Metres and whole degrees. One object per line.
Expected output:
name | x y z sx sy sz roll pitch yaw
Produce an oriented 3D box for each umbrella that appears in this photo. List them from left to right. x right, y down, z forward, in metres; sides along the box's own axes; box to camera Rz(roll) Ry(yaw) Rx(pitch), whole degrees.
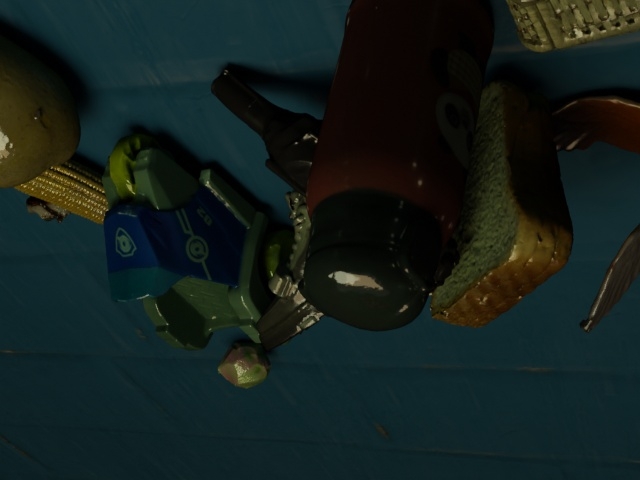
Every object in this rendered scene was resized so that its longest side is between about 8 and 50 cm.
umbrella | 0.005 -0.070 1.010 0.340 0.118 0.118 41 155 23

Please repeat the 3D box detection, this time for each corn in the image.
corn | -0.326 -0.070 1.288 0.165 0.063 0.085 27 136 -23

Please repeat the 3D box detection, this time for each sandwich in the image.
sandwich | 0.171 -0.038 1.001 0.065 0.214 0.186 11 151 -20

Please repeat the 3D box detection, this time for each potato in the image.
potato | -0.364 -0.155 1.114 0.157 0.157 0.194 -11 118 33

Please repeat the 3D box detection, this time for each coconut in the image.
coconut | -0.121 0.203 1.619 0.082 0.081 0.083 36 178 34

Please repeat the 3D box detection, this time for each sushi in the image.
sushi | -0.374 -0.051 1.352 0.083 0.044 0.046 -18 137 37

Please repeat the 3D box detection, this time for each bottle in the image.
bottle | 0.065 -0.079 0.869 0.144 0.336 0.144 10 149 6

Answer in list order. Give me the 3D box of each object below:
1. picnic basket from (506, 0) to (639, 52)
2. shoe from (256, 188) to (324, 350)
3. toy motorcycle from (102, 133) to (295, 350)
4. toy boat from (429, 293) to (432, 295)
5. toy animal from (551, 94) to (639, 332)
picnic basket | 0.184 -0.260 0.739 0.154 0.134 0.196 -7 143 32
shoe | -0.001 0.000 1.172 0.293 0.109 0.149 -41 90 25
toy motorcycle | -0.174 0.025 1.253 0.191 0.200 0.326 -7 144 31
toy boat | 0.093 0.061 1.326 0.172 0.065 0.066 -13 126 44
toy animal | 0.399 -0.045 0.997 0.284 0.225 0.302 14 141 -36
